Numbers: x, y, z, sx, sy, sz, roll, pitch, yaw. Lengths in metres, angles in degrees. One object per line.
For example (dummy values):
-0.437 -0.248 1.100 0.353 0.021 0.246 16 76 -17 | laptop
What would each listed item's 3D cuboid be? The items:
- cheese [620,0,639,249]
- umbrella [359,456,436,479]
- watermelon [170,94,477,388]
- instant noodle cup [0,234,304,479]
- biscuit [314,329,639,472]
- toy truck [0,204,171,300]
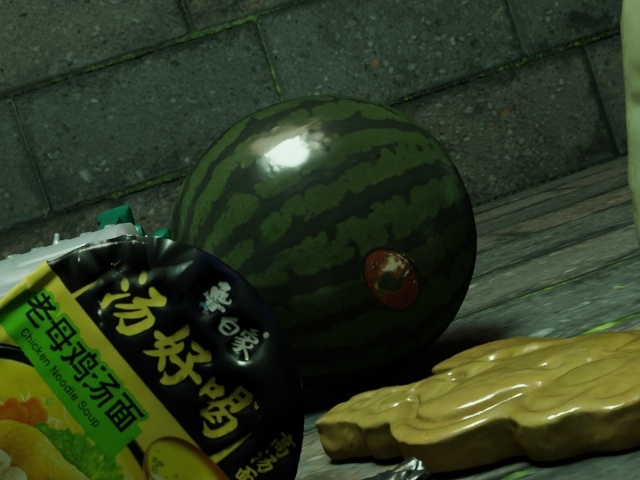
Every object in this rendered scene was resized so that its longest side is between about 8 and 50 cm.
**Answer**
0.282 -0.097 0.673 0.173 0.248 0.251 -22 10 -35 | cheese
-0.018 0.113 0.447 0.144 0.037 0.040 -16 14 -29 | umbrella
0.000 0.000 0.880 0.212 0.212 0.212 -18 2 1 | watermelon
-0.070 0.078 0.570 0.151 0.151 0.122 -18 -9 9 | instant noodle cup
0.092 0.075 0.613 0.144 0.040 0.236 -26 3 -25 | biscuit
-0.174 0.070 1.065 0.176 0.178 0.363 -18 5 2 | toy truck
